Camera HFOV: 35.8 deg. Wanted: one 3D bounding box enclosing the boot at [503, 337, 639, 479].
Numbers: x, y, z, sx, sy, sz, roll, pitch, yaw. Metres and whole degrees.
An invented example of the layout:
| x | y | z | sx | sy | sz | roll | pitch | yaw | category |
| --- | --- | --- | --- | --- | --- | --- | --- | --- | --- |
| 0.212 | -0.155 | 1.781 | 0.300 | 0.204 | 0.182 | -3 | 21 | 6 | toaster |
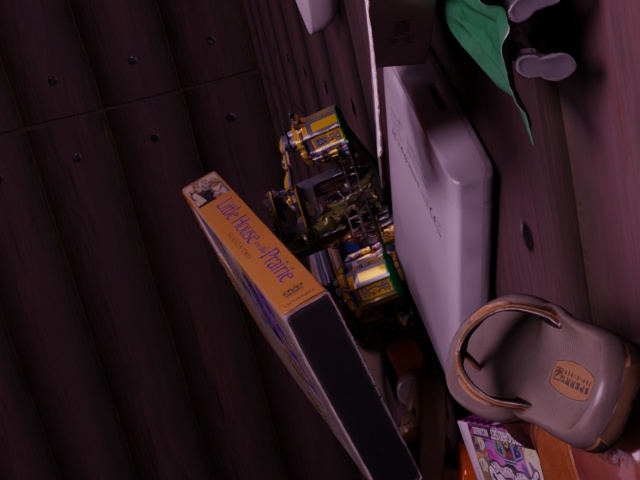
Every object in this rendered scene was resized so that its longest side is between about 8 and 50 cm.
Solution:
| x | y | z | sx | sy | sz | roll | pitch | yaw | category |
| --- | --- | --- | --- | --- | --- | --- | --- | --- | --- |
| 0.171 | 0.218 | 0.631 | 0.264 | 0.096 | 0.280 | 140 | 138 | -71 | boot |

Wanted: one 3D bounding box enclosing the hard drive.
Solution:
| x | y | z | sx | sy | sz | roll | pitch | yaw | category |
| --- | --- | --- | --- | --- | --- | --- | --- | --- | --- |
| 0.126 | -0.023 | 1.078 | 0.353 | 0.047 | 0.233 | 81 | 172 | -49 | hard drive |

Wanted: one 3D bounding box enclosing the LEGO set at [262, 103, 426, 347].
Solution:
| x | y | z | sx | sy | sz | roll | pitch | yaw | category |
| --- | --- | --- | --- | --- | --- | --- | --- | --- | --- |
| 0.000 | 0.000 | 1.355 | 0.255 | 0.192 | 0.331 | 26 | -137 | -71 | LEGO set |

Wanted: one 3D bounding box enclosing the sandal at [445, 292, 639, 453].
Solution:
| x | y | z | sx | sy | sz | roll | pitch | yaw | category |
| --- | --- | --- | --- | --- | --- | --- | --- | --- | --- |
| 0.117 | 0.077 | 0.610 | 0.219 | 0.060 | 0.090 | -159 | 85 | -78 | sandal |

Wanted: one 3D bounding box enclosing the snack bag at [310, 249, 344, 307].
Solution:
| x | y | z | sx | sy | sz | roll | pitch | yaw | category |
| --- | --- | --- | --- | --- | --- | --- | --- | --- | --- |
| 0.050 | 0.194 | 1.630 | 0.323 | 0.037 | 0.342 | 73 | 180 | -47 | snack bag |

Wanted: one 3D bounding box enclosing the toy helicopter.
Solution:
| x | y | z | sx | sy | sz | roll | pitch | yaw | category |
| --- | --- | --- | --- | --- | --- | --- | --- | --- | --- |
| 0.129 | 0.293 | 1.422 | 0.355 | 0.140 | 0.234 | 98 | 173 | -60 | toy helicopter |

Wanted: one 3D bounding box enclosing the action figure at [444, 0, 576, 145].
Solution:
| x | y | z | sx | sy | sz | roll | pitch | yaw | category |
| --- | --- | --- | --- | --- | --- | --- | --- | --- | --- |
| 0.115 | -0.175 | 0.679 | 0.232 | 0.064 | 0.137 | -101 | -3 | -59 | action figure |

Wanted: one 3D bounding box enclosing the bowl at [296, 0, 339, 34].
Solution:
| x | y | z | sx | sy | sz | roll | pitch | yaw | category |
| --- | --- | --- | --- | --- | --- | --- | --- | --- | --- |
| -0.013 | -0.388 | 1.433 | 0.142 | 0.053 | 0.142 | 81 | 171 | -50 | bowl |

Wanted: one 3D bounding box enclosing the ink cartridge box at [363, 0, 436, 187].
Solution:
| x | y | z | sx | sy | sz | roll | pitch | yaw | category |
| --- | --- | --- | --- | --- | --- | --- | --- | --- | --- |
| 0.064 | -0.174 | 0.809 | 0.275 | 0.060 | 0.238 | 19 | -116 | -86 | ink cartridge box |

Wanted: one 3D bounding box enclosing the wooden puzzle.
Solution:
| x | y | z | sx | sy | sz | roll | pitch | yaw | category |
| --- | --- | --- | --- | --- | --- | --- | --- | --- | --- |
| 0.067 | 0.127 | 1.989 | 0.322 | 0.081 | 0.347 | 81 | 167 | -53 | wooden puzzle |

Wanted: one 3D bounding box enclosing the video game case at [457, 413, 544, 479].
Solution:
| x | y | z | sx | sy | sz | roll | pitch | yaw | category |
| --- | --- | --- | --- | --- | --- | --- | --- | --- | --- |
| 0.209 | 0.262 | 0.899 | 0.232 | 0.042 | 0.210 | 150 | 101 | -78 | video game case |

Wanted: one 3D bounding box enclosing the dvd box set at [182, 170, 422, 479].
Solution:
| x | y | z | sx | sy | sz | roll | pitch | yaw | category |
| --- | --- | --- | --- | --- | --- | --- | --- | --- | --- |
| -0.035 | 0.107 | 1.275 | 0.307 | 0.062 | 0.420 | 64 | 170 | -29 | dvd box set |
